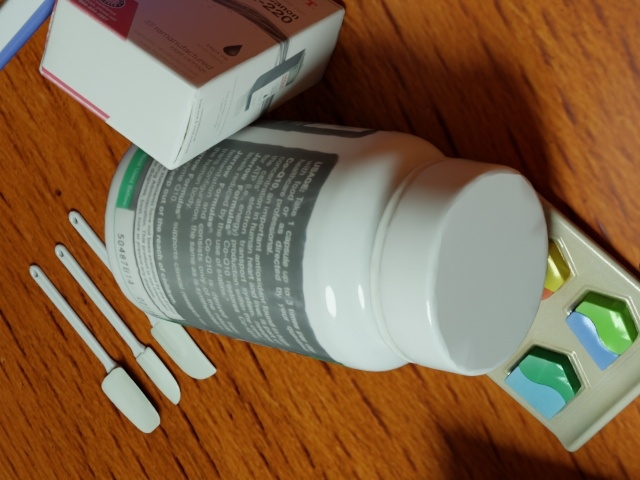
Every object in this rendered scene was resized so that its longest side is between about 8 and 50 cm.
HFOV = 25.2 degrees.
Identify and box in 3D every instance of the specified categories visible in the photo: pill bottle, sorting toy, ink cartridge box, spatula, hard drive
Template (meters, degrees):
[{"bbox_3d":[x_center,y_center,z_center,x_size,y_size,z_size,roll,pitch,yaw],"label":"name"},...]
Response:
[{"bbox_3d":[0.000,0.000,1.249,0.361,0.204,0.204,11,120,40],"label":"pill bottle"},{"bbox_3d":[0.196,0.071,1.270,0.208,0.038,0.193,44,133,9],"label":"sorting toy"},{"bbox_3d":[-0.107,-0.174,1.242,0.158,0.218,0.092,36,130,16],"label":"ink cartridge box"},{"bbox_3d":[-0.236,0.094,1.631,0.242,0.019,0.168,50,134,4],"label":"spatula"},{"bbox_3d":[-0.210,-0.268,1.276,0.040,0.210,0.319,41,136,-15],"label":"hard drive"}]

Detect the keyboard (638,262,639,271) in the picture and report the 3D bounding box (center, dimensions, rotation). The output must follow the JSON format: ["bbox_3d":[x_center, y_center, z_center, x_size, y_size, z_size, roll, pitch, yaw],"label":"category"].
[{"bbox_3d":[0.331,0.089,1.170,0.108,0.023,0.180,-10,110,22],"label":"keyboard"}]
